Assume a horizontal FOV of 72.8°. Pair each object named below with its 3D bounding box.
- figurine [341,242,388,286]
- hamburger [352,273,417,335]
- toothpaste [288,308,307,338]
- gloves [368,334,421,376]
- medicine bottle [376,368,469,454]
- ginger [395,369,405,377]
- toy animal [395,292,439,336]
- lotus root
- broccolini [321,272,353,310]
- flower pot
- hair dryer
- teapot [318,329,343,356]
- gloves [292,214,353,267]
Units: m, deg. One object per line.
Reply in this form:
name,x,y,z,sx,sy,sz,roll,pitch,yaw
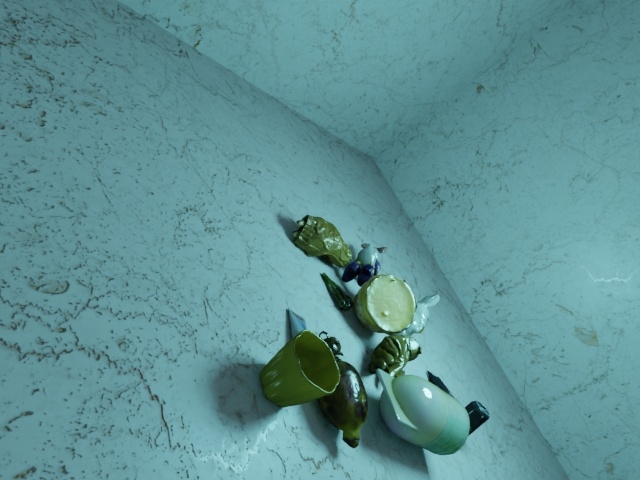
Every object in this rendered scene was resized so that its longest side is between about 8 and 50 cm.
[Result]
figurine,0.234,0.103,2.209,0.155,0.193,0.421,12,9,15
hamburger,0.278,0.294,1.980,0.276,0.277,0.237,54,-20,2
toothpaste,-0.069,0.334,1.518,0.089,0.057,0.234,41,20,-31
gloves,0.297,0.489,1.834,0.141,0.154,0.331,28,22,36
medicine bottle,0.368,0.647,1.653,0.406,0.236,0.235,38,28,-33
ginger,0.333,0.578,1.934,0.137,0.044,0.057,41,8,-29
toy animal,0.482,0.393,2.238,0.154,0.208,0.325,41,63,10
lotus root,0.074,0.509,1.419,0.170,0.141,0.313,18,42,-47
broccolini,0.074,0.221,1.920,0.091,0.068,0.202,-26,78,-47
flower pot,-0.071,0.388,1.269,0.195,0.179,0.195,43,24,-25
hair dryer,0.639,0.761,2.111,0.107,0.189,0.352,28,20,-47
teapot,0.039,0.387,1.615,0.121,0.068,0.076,54,23,2
gloves,0.016,-0.006,2.013,0.357,0.155,0.203,30,29,-36
